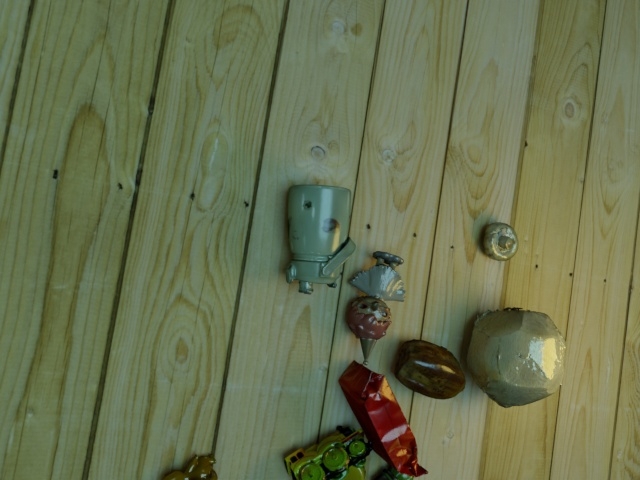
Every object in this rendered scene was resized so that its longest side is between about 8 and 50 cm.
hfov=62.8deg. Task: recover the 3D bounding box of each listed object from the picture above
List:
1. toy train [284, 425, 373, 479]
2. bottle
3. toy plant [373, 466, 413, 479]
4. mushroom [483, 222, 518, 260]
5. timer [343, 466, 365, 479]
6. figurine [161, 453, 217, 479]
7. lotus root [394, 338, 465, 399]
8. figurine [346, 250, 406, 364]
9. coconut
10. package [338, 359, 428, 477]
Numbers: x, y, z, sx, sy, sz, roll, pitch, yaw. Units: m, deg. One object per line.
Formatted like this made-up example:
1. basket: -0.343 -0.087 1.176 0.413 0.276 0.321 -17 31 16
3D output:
1. toy train: 0.030 0.725 1.749 0.296 0.160 0.100 -23 129 -24
2. bottle: 0.000 0.000 1.716 0.229 0.229 0.351 2 89 -23
3. toy plant: 0.272 0.852 1.883 0.162 0.093 0.092 -29 100 -20
4. mushroom: 0.708 0.004 2.058 0.154 0.122 0.154 -1 92 -16
5. timer: 0.099 0.803 1.802 0.107 0.109 0.107 2 95 20
6. figurine: -0.395 0.729 1.591 0.176 0.122 0.121 -8 95 -23
7. lotus root: 0.404 0.468 1.909 0.291 0.193 0.193 26 80 -18
8. figurine: 0.181 0.231 1.814 0.207 0.166 0.387 20 78 -4
9. coconut: 0.725 0.440 1.943 0.346 0.346 0.360 16 76 -22
10. package: 0.211 0.619 1.805 0.123 0.196 0.423 -30 102 -16
